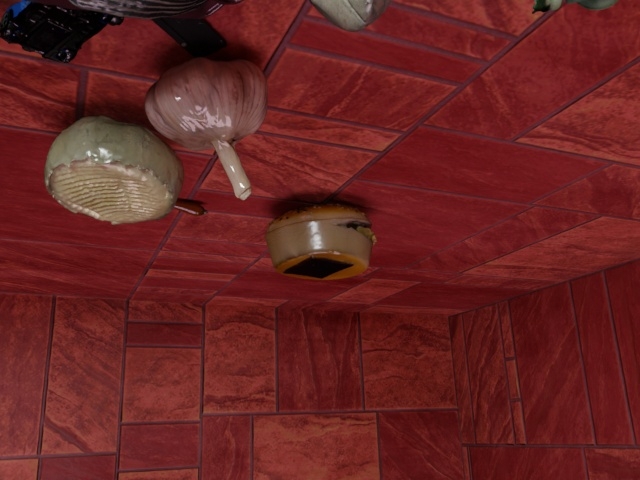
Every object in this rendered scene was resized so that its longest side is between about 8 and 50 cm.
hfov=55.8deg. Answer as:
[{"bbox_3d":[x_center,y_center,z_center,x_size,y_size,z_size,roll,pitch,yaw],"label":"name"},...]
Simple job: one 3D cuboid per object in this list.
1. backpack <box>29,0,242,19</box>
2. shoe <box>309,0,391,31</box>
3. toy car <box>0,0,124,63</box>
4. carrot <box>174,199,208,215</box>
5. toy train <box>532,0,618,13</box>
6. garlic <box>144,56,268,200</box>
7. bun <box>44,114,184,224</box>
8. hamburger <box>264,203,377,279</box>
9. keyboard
[{"bbox_3d":[-0.175,-0.313,0.573,0.317,0.197,0.283,11,156,-41],"label":"backpack"},{"bbox_3d":[0.059,-0.378,0.513,0.132,0.211,0.341,29,145,34],"label":"shoe"},{"bbox_3d":[-0.339,-0.306,0.798,0.216,0.063,0.103,-17,158,38],"label":"toy car"},{"bbox_3d":[-0.357,-0.089,1.544,0.142,0.035,0.035,14,158,-22],"label":"carrot"},{"bbox_3d":[0.261,-0.341,0.554,0.159,0.188,0.271,-7,160,15],"label":"toy train"},{"bbox_3d":[-0.168,-0.169,0.976,0.199,0.225,0.199,-15,179,0],"label":"garlic"},{"bbox_3d":[-0.389,-0.144,1.163,0.260,0.152,0.259,0,150,0],"label":"bun"},{"bbox_3d":[0.000,0.000,1.622,0.301,0.175,0.300,-1,164,0],"label":"hamburger"},{"bbox_3d":[-0.208,-0.319,0.853,0.060,0.018,0.195,-17,159,20],"label":"keyboard"}]
